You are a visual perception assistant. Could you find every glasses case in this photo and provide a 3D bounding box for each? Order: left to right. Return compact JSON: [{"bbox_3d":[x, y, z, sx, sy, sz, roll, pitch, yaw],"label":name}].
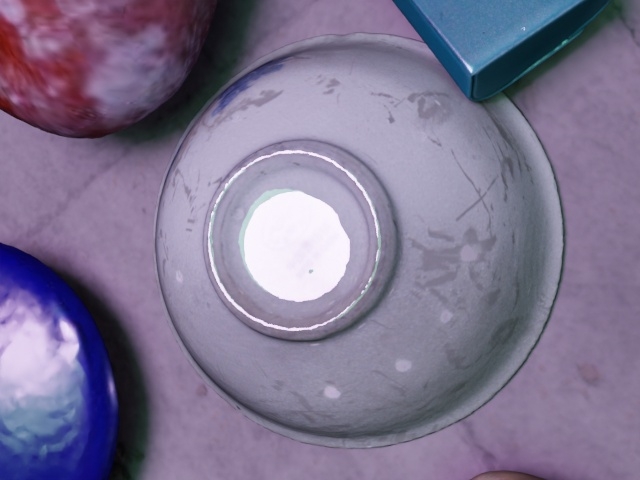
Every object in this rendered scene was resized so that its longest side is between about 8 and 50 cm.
[{"bbox_3d":[0.060,-0.242,0.541,0.117,0.070,0.301,-33,74,1],"label":"glasses case"}]

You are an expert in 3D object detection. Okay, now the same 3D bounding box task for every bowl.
[{"bbox_3d":[0.000,0.000,0.529,0.313,0.146,0.313,0,90,16],"label":"bowl"}]

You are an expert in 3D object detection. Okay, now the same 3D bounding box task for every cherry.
[{"bbox_3d":[-0.179,-0.216,0.544,0.236,0.213,0.285,-5,113,40],"label":"cherry"}]

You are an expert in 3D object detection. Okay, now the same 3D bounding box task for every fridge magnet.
[{"bbox_3d":[-0.274,0.129,0.616,0.265,0.112,0.265,0,90,15],"label":"fridge magnet"}]

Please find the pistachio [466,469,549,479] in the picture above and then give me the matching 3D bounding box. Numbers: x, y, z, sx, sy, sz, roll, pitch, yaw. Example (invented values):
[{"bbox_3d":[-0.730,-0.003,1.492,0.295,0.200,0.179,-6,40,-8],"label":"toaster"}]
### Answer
[{"bbox_3d":[0.156,0.234,0.497,0.215,0.144,0.144,42,100,6],"label":"pistachio"}]
